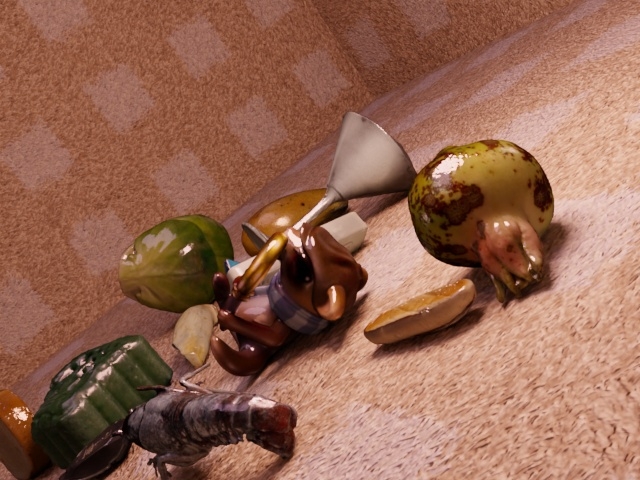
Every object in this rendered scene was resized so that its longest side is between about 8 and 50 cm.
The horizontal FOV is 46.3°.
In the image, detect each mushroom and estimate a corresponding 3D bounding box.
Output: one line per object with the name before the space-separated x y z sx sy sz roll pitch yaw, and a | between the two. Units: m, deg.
mushroom | -0.319 0.241 1.868 0.107 0.087 0.333 -33 15 8

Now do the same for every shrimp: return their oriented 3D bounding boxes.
shrimp | -0.199 0.296 1.201 0.410 0.166 0.221 -28 41 50

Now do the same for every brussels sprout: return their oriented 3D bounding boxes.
brussels sprout | -0.432 0.075 2.263 0.354 0.289 0.281 -11 7 -16

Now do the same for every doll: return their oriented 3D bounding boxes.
doll | -0.078 0.103 1.439 0.339 0.209 0.318 -35 -4 35

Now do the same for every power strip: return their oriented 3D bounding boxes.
power strip | -0.039 0.035 1.687 0.385 0.062 0.091 -25 -32 -31

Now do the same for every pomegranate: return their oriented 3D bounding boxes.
pomegranate | 0.254 -0.045 1.135 0.221 0.204 0.276 -19 17 1

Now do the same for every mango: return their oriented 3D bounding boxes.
mango | -0.079 -0.060 2.169 0.329 0.176 0.176 -39 58 -17

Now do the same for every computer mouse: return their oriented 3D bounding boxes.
computer mouse | -0.442 0.436 1.520 0.192 0.062 0.106 -41 13 3

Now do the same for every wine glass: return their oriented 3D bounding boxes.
wine glass | 0.016 -0.099 1.893 0.406 0.267 0.267 -43 14 -9

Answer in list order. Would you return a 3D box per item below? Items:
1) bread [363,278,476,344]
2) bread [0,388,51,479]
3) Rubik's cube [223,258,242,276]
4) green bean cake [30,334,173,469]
bread | 0.152 0.119 1.141 0.214 0.053 0.073 -28 11 41
bread | -0.738 0.468 1.804 0.236 0.236 0.070 -23 11 45
Rubik's cube | -0.184 0.126 1.727 0.190 0.178 0.211 -30 12 38
green bean cake | -0.538 0.377 1.750 0.300 0.169 0.308 -25 18 40
